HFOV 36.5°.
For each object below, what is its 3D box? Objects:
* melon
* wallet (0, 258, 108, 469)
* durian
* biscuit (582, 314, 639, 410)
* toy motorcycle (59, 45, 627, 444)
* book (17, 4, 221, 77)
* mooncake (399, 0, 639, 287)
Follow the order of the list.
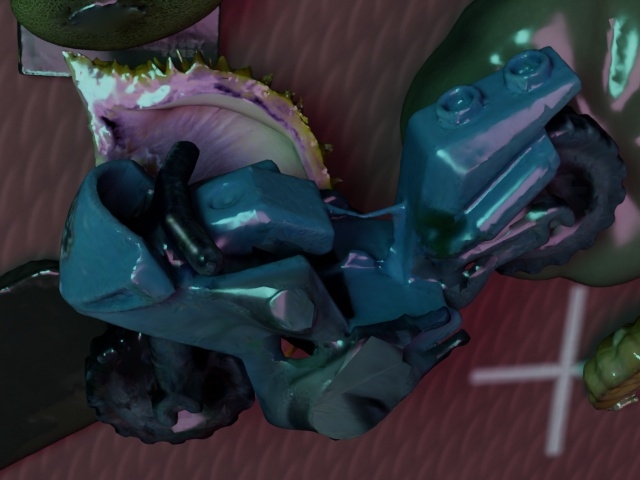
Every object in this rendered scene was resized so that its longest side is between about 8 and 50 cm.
[{"bbox_3d":[-0.140,-0.187,0.691,0.162,0.099,0.099,-9,110,-6],"label":"melon"},{"bbox_3d":[-0.315,0.138,0.837,0.309,0.042,0.165,-27,112,3],"label":"wallet"},{"bbox_3d":[-0.082,-0.012,0.787,0.191,0.112,0.341,-15,119,-12],"label":"durian"},{"bbox_3d":[0.329,0.090,0.896,0.183,0.061,0.118,-21,152,0],"label":"biscuit"},{"bbox_3d":[0.000,0.000,0.652,0.416,0.172,0.232,-25,129,7],"label":"toy motorcycle"},{"bbox_3d":[-0.151,-0.236,0.737,0.160,0.024,0.228,2,109,-8],"label":"book"},{"bbox_3d":[0.207,-0.089,0.784,0.275,0.135,0.275,-1,107,-4],"label":"mooncake"}]
